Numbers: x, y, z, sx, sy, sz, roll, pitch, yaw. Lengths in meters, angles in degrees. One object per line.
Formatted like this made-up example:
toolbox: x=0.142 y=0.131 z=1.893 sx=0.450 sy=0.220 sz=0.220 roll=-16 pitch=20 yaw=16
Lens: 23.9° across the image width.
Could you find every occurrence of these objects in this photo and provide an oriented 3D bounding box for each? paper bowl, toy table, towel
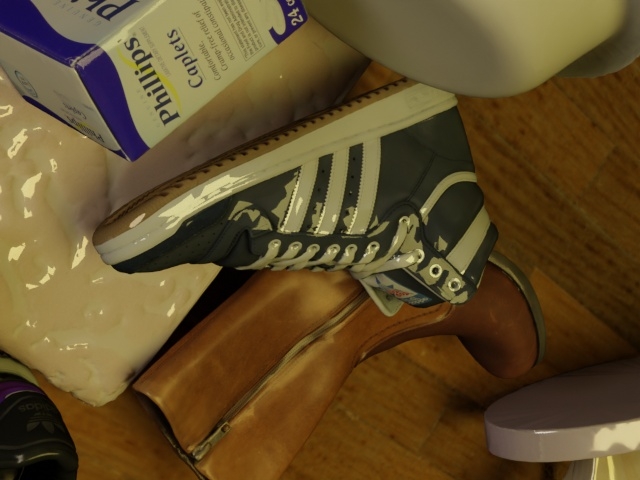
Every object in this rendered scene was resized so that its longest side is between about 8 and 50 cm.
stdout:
paper bowl: x=0.074 y=-0.193 z=0.896 sx=0.284 sy=0.284 sz=0.148 roll=41 pitch=74 yaw=-40
toy table: x=0.266 y=0.199 z=1.284 sx=0.274 sy=0.252 sz=0.160 roll=-11 pitch=99 yaw=-22
towel: x=-0.154 y=-0.093 z=0.947 sx=0.317 sy=0.053 sz=0.332 roll=-54 pitch=131 yaw=-7

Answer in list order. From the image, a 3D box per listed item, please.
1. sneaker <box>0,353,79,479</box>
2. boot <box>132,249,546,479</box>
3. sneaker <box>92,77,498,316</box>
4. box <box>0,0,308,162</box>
sneaker: x=-0.228 y=0.231 z=0.965 sx=0.102 sy=0.146 sz=0.293 roll=10 pitch=102 yaw=-40
boot: x=0.028 y=0.094 z=1.101 sx=0.280 sy=0.096 sz=0.264 roll=-52 pitch=130 yaw=-21
sneaker: x=0.000 y=0.000 z=0.978 sx=0.282 sy=0.099 sz=0.153 roll=-26 pitch=98 yaw=-31
box: x=-0.103 y=-0.127 z=0.853 sx=0.137 sy=0.126 sz=0.072 roll=-42 pitch=130 yaw=-17
